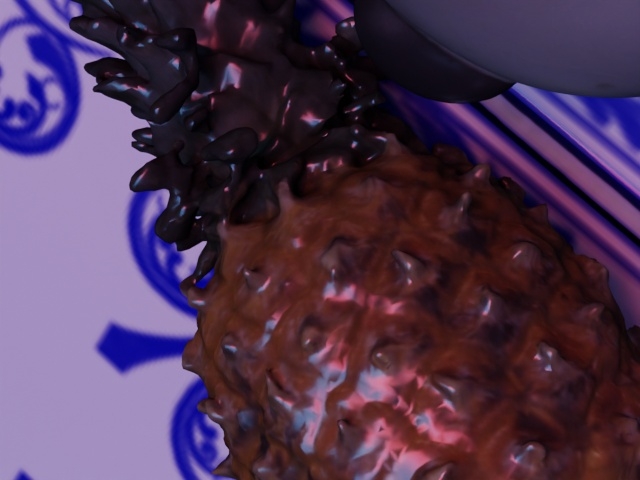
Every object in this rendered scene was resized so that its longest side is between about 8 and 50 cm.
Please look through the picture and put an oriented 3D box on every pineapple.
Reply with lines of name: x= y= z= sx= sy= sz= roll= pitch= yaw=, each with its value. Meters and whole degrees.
pineapple: x=0.000 y=0.000 z=0.672 sx=0.158 sy=0.158 sz=0.279 roll=-41 pitch=72 yaw=33

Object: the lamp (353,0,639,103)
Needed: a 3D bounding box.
lamp: x=0.086 y=-0.162 z=0.547 sx=0.197 sy=0.197 sz=0.244 roll=-10 pitch=77 yaw=33
